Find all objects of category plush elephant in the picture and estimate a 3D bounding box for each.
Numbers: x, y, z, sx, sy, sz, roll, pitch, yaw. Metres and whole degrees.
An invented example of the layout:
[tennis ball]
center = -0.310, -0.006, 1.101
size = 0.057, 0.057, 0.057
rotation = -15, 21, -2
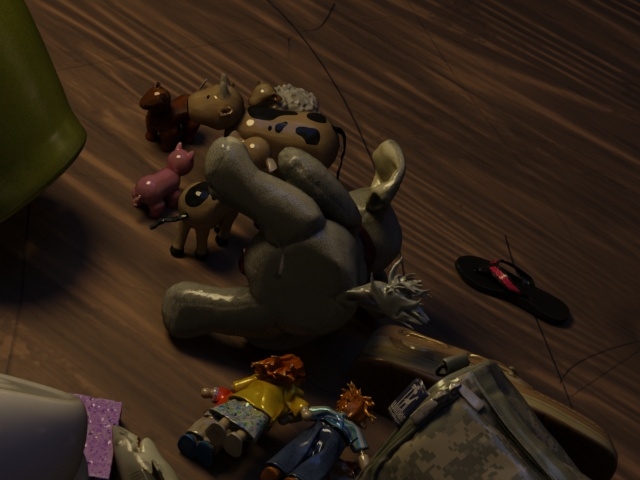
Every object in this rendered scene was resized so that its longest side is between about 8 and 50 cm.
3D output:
[plush elephant]
center = 0.000, 0.000, 1.573
size = 0.330, 0.272, 0.255
rotation = 15, 22, 9

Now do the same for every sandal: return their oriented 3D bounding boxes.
[sandal]
center = 0.280, 0.060, 1.777
size = 0.179, 0.040, 0.067
rotation = 27, 39, 12

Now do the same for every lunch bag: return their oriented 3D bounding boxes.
[lunch bag]
center = 0.180, 0.292, 1.242
size = 0.212, 0.256, 0.305
rotation = -23, 64, -41

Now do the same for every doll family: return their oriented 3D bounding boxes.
[doll family]
center = -0.022, 0.215, 1.404
size = 0.263, 0.118, 0.163
rotation = 33, 43, 16

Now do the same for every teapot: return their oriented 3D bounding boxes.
[teapot]
center = -0.361, 0.219, 1.194
size = 0.256, 0.187, 0.252
rotation = 13, -6, 23

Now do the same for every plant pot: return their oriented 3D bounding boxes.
[plant pot]
center = -0.479, -0.196, 1.505
size = 0.353, 0.366, 0.366
rotation = 55, 31, -22

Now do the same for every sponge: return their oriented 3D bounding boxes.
[sponge]
center = -0.329, 0.210, 1.364
size = 0.210, 0.031, 0.117
rotation = 12, 38, -7

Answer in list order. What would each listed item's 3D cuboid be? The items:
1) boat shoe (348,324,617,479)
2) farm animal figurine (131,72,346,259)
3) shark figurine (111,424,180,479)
[boat shoe]
center = 0.209, 0.193, 1.520
size = 0.341, 0.121, 0.110
rotation = 24, 39, 10
[farm animal figurine]
center = -0.113, -0.138, 1.761
size = 0.327, 0.172, 0.330
rotation = -1, 41, -23
[shark figurine]
center = -0.174, 0.298, 1.242
size = 0.166, 0.116, 0.278
rotation = 52, -4, -11
